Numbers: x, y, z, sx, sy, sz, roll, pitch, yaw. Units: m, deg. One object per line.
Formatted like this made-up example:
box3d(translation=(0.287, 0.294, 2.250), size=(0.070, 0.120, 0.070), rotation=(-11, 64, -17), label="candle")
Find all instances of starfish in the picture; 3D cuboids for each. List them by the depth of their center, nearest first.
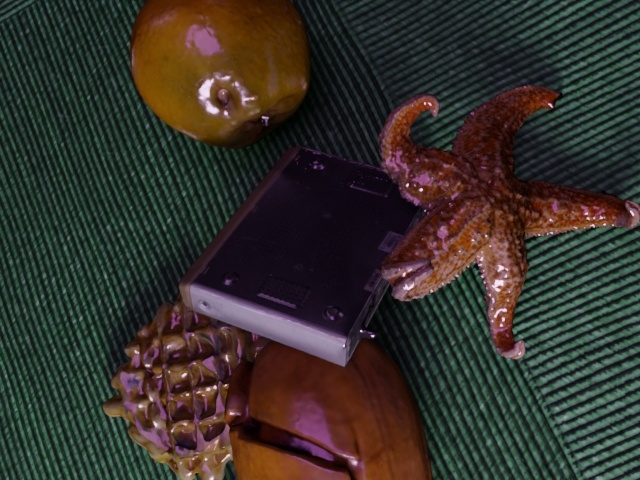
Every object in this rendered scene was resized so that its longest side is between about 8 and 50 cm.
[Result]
box3d(translation=(0.194, -0.030, 0.787), size=(0.303, 0.113, 0.311), rotation=(0, 80, -17), label="starfish")

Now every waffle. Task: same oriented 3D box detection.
box3d(translation=(-0.153, 0.170, 0.894), size=(0.204, 0.054, 0.223), rotation=(36, 92, 18), label="waffle")

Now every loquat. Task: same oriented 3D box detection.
box3d(translation=(-0.128, -0.233, 0.878), size=(0.213, 0.213, 0.246), rotation=(-36, 77, 7), label="loquat")

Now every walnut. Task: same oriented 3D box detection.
box3d(translation=(0.020, 0.251, 0.764), size=(0.209, 0.209, 0.336), rotation=(-21, 84, 11), label="walnut")

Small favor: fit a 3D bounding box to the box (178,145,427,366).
box3d(translation=(0.000, 0.000, 0.802), size=(0.211, 0.045, 0.270), rotation=(19, 46, 19), label="box")
